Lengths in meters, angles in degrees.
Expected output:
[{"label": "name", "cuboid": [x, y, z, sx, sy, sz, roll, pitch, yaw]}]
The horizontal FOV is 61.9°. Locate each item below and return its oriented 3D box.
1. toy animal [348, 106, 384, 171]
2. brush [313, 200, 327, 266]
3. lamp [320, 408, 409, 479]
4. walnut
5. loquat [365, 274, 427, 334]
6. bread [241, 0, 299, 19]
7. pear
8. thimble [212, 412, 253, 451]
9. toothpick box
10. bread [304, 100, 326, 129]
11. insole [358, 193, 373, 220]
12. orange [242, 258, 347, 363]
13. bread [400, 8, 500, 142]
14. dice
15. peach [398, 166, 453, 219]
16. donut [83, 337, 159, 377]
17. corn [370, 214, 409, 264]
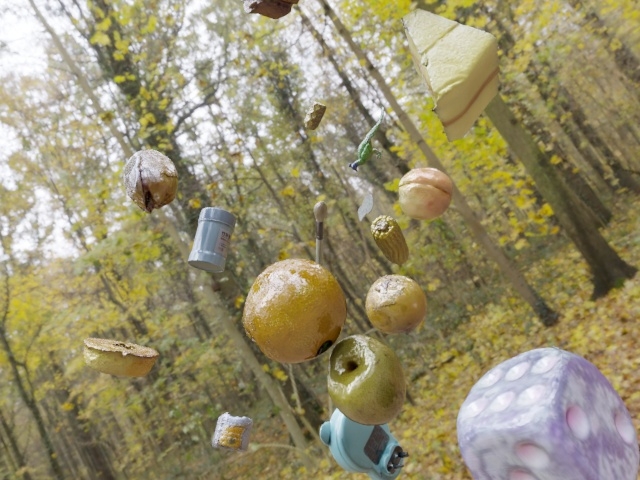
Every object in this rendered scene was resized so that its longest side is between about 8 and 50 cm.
[{"label": "toy animal", "cuboid": [0.162, -0.290, 1.592, 0.217, 0.075, 0.041, -60, 19, -9]}, {"label": "brush", "cuboid": [0.000, 0.000, 1.661, 0.042, 0.039, 0.299, -77, -10, -48]}, {"label": "lamp", "cuboid": [0.135, 0.609, 1.616, 0.209, 0.284, 0.147, -51, -5, -38]}, {"label": "walnut", "cuboid": [-0.430, -0.156, 1.356, 0.137, 0.245, 0.137, -11, -59, -19]}, {"label": "loquat", "cuboid": [0.281, 0.239, 1.988, 0.235, 0.235, 0.235, -30, -9, -5]}, {"label": "bread", "cuboid": [-0.130, -0.710, 1.400, 0.135, 0.247, 0.232, 13, -18, -40]}, {"label": "pear", "cuboid": [0.124, 0.367, 1.395, 0.188, 0.229, 0.211, -19, -44, 27]}, {"label": "thimble", "cuboid": [-0.312, 0.685, 1.900, 0.127, 0.118, 0.151, 10, -26, 0]}, {"label": "toothpick box", "cuboid": [-0.293, 0.000, 1.449, 0.101, 0.153, 0.101, 9, -19, 3]}, {"label": "bread", "cuboid": [-0.022, -0.464, 1.990, 0.066, 0.060, 0.110, -73, 7, -64]}, {"label": "insole", "cuboid": [0.165, -0.120, 1.957, 0.006, 0.065, 0.193, -7, -16, -12]}, {"label": "orange", "cuboid": [-0.068, 0.184, 1.389, 0.274, 0.274, 0.274, -30, -9, -5]}, {"label": "bread", "cuboid": [0.279, -0.396, 1.300, 0.198, 0.236, 0.263, -50, -24, 1]}, {"label": "dice", "cuboid": [0.483, 0.417, 1.146, 0.270, 0.271, 0.270, -36, 3, 46]}, {"label": "peach", "cuboid": [0.351, -0.157, 1.772, 0.184, 0.184, 0.184, -30, -9, -5]}, {"label": "donut", "cuboid": [-0.488, 0.284, 1.291, 0.178, 0.066, 0.162, 19, -7, -41]}, {"label": "corn", "cuboid": [0.193, 0.007, 1.451, 0.080, 0.080, 0.231, -31, -32, 3]}]
